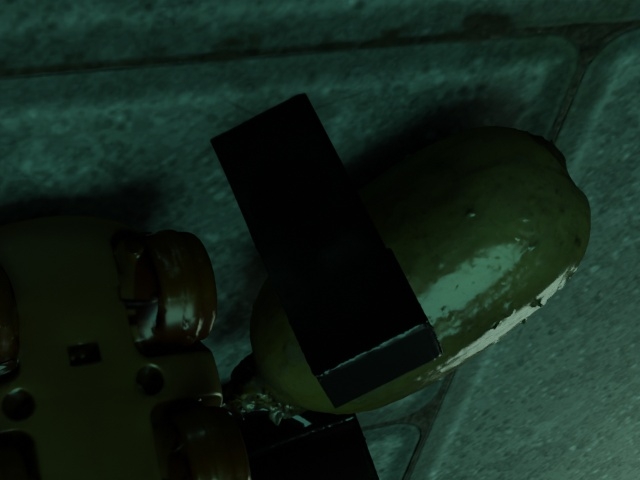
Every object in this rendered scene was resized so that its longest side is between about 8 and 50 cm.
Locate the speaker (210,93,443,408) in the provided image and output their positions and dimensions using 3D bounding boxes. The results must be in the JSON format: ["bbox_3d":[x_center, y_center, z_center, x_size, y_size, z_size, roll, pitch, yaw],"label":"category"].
[{"bbox_3d":[0.000,0.000,0.833,0.082,0.218,0.044,-26,144,2],"label":"speaker"}]

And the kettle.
[{"bbox_3d":[-0.067,0.230,1.140,0.232,0.144,0.202,-19,122,-6],"label":"kettle"}]

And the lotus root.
[{"bbox_3d":[0.058,0.045,0.974,0.343,0.151,0.169,-38,141,10],"label":"lotus root"}]

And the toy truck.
[{"bbox_3d":[-0.174,0.132,0.865,0.204,0.288,0.211,-9,164,-24],"label":"toy truck"}]
